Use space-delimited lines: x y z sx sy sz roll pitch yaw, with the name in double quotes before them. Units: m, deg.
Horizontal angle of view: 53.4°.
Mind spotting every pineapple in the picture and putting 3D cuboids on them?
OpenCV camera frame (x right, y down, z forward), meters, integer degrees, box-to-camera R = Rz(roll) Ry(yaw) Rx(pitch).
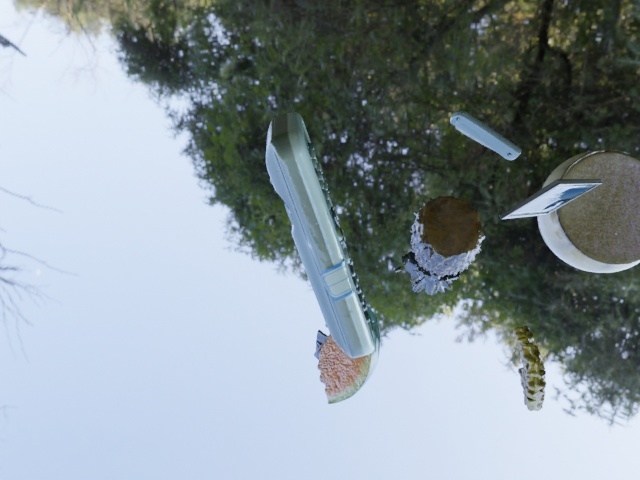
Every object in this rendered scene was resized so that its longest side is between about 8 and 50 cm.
"pineapple" 0.188 0.023 1.037 0.125 0.251 0.125 -1 -113 1

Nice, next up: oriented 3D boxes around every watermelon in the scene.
"watermelon" 0.092 0.253 1.440 0.128 0.231 0.146 45 -154 21

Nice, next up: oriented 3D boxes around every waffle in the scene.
"waffle" 0.464 0.286 1.401 0.051 0.194 0.149 -9 -131 11

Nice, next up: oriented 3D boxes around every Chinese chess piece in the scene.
"Chinese chess piece" 0.614 -0.064 1.392 0.270 0.270 0.112 -4 173 -2

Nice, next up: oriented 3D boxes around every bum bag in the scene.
"bum bag" 0.011 0.262 1.536 0.058 0.124 0.034 29 -125 21

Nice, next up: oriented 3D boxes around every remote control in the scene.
"remote control" 0.000 0.000 0.850 0.066 0.335 0.128 -16 -154 7

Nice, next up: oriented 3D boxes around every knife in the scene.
"knife" 0.335 -0.214 1.304 0.162 0.044 0.023 31 -132 -8

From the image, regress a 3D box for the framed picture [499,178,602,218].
"framed picture" 0.362 -0.066 0.998 0.149 0.109 0.011 -5 -112 -43
